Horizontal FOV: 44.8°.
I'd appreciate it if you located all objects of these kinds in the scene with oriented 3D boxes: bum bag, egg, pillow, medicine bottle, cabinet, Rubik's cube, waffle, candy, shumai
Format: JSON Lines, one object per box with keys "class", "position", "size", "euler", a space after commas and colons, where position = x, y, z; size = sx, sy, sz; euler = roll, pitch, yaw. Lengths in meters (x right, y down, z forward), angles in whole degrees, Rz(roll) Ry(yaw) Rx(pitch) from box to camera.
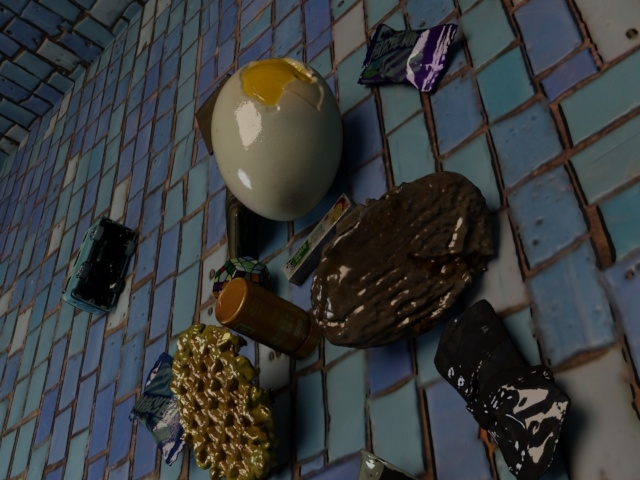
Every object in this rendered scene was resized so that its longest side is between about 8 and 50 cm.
{"class": "bum bag", "position": [0.247, 0.196, 1.081], "size": [0.137, 0.074, 0.310], "euler": [-60, 32, 18]}
{"class": "egg", "position": [-0.090, -0.205, 1.632], "size": [0.283, 0.283, 0.345], "euler": [-26, 57, 40]}
{"class": "pillow", "position": [-0.192, -0.059, 1.777], "size": [0.208, 0.052, 0.212], "euler": [98, 169, -47]}
{"class": "medicine bottle", "position": [-0.096, 0.148, 1.450], "size": [0.096, 0.192, 0.096], "euler": [-32, 41, 33]}
{"class": "cabinet", "position": [-0.178, -0.272, 1.892], "size": [0.148, 0.175, 0.215], "euler": [-48, 35, 17]}
{"class": "Rubik's cube", "position": [-0.163, 0.099, 1.647], "size": [0.133, 0.133, 0.112], "euler": [-41, 62, 26]}
{"class": "waffle", "position": [-0.180, 0.308, 1.426], "size": [0.302, 0.068, 0.325], "euler": [-20, 89, 50]}
{"class": "candy", "position": [-0.332, 0.361, 1.697], "size": [0.331, 0.077, 0.187], "euler": [16, 76, 58]}
{"class": "candy", "position": [0.173, -0.387, 1.627], "size": [0.275, 0.070, 0.145], "euler": [24, 93, 54]}
{"class": "shumai", "position": [0.123, 0.035, 1.330], "size": [0.346, 0.217, 0.283], "euler": [-49, 2, -3]}

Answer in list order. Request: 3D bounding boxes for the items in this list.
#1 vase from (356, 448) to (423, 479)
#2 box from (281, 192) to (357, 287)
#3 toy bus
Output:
{"class": "vase", "position": [0.029, 0.480, 1.080], "size": [0.165, 0.165, 0.360], "euler": [9, 69, 54]}
{"class": "box", "position": [0.000, 0.000, 1.575], "size": [0.207, 0.041, 0.050], "euler": [-51, 38, 14]}
{"class": "toy bus", "position": [-0.656, 0.085, 2.278], "size": [0.165, 0.133, 0.271], "euler": [-26, 43, 46]}
